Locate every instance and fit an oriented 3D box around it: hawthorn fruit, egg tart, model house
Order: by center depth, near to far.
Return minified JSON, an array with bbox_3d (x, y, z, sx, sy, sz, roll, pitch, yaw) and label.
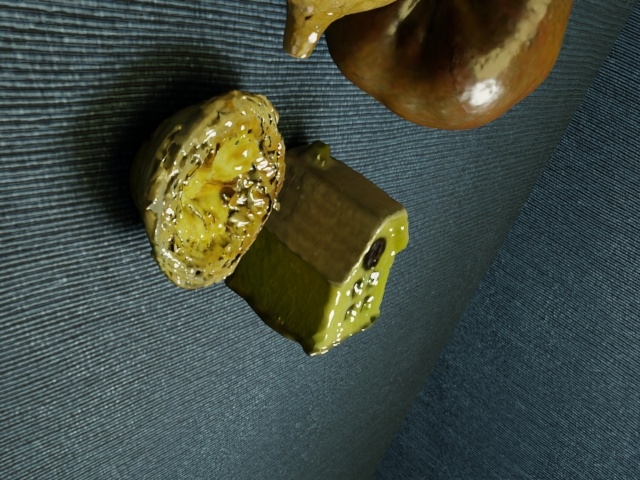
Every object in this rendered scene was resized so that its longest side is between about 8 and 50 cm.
[{"bbox_3d":[-0.127,-0.060,0.771,0.252,0.098,0.232,0,116,-66],"label":"egg tart"},{"bbox_3d":[0.149,-0.252,0.816,0.268,0.267,0.301,-58,166,7],"label":"hawthorn fruit"},{"bbox_3d":[0.000,0.000,0.957,0.174,0.193,0.234,-27,144,-42],"label":"model house"}]

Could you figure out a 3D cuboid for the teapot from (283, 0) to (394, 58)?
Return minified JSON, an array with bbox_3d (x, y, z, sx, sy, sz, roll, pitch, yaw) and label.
[{"bbox_3d":[0.010,-0.320,0.624,0.203,0.167,0.311,2,101,-35],"label":"teapot"}]
